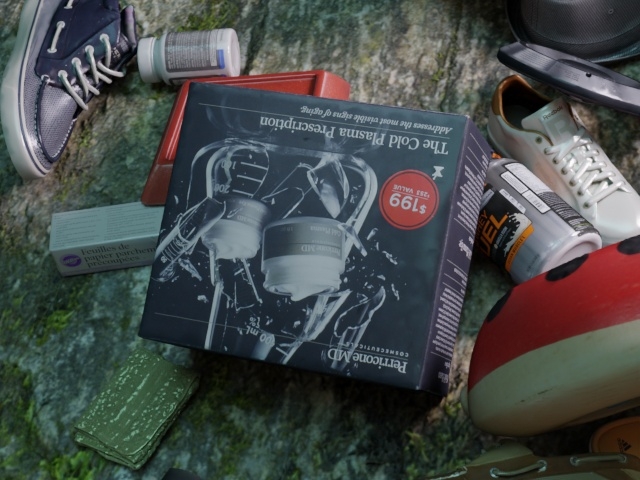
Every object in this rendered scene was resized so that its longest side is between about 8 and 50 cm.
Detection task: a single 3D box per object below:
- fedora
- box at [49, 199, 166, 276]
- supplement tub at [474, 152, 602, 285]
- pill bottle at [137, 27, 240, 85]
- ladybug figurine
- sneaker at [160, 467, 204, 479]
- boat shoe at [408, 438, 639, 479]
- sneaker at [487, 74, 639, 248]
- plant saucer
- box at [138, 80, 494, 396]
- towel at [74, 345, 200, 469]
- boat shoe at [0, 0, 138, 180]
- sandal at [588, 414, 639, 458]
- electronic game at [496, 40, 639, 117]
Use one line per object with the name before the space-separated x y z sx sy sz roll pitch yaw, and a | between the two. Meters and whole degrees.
fedora | 0.388 -0.368 1.879 0.275 0.124 0.243 -25 55 -7
box | -0.192 -0.015 1.774 0.324 0.063 0.067 -9 52 4
supplement tub | 0.244 -0.022 1.666 0.117 0.117 0.190 -35 56 -14
pill bottle | -0.189 -0.263 1.940 0.137 0.078 0.078 -2 55 8
ladybug figurine | 0.345 0.085 1.434 0.449 0.305 0.161 -22 76 20
sneaker | -0.125 0.339 1.500 0.222 0.083 0.118 27 63 27
boat shoe | 0.206 0.284 1.466 0.324 0.122 0.120 1 50 2
sneaker | 0.308 -0.100 1.708 0.106 0.123 0.290 -33 57 -15
plant saucer | -0.100 -0.151 1.820 0.259 0.047 0.259 -3 40 11
box | 0.000 0.000 1.588 0.343 0.179 0.312 8 84 17
towel | -0.224 0.204 1.648 0.110 0.027 0.148 22 63 25
boat shoe | -0.351 -0.240 1.920 0.158 0.127 0.340 -11 53 12
sandal | 0.432 0.209 1.492 0.265 0.076 0.102 -11 54 3
electronic game | 0.337 -0.205 1.742 0.229 0.229 0.048 28 107 26
